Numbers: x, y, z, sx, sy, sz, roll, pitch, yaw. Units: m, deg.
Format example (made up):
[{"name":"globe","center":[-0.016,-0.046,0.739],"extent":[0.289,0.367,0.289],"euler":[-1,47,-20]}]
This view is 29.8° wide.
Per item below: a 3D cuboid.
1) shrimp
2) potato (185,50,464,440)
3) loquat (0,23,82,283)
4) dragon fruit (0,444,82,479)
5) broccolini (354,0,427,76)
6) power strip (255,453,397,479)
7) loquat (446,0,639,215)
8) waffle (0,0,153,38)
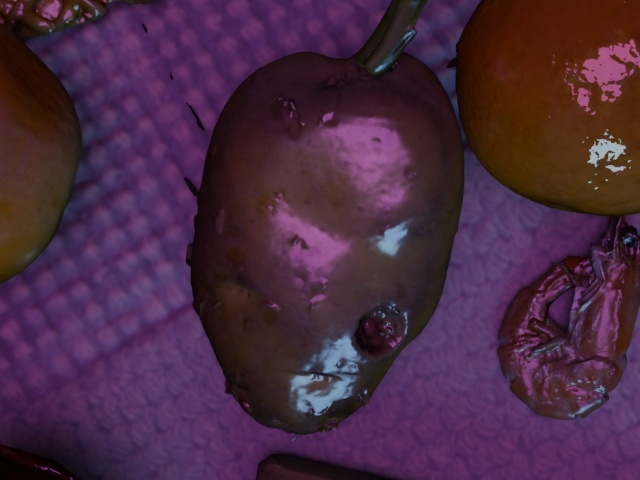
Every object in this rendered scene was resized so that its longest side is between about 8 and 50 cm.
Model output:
[{"name":"shrimp","center":[0.199,0.051,0.928],"extent":[0.099,0.041,0.180],"euler":[21,97,17]},{"name":"potato","center":[0.000,0.000,0.882],"extent":[0.191,0.141,0.296],"euler":[15,102,7]},{"name":"loquat","center":[-0.276,-0.061,0.863],"extent":[0.213,0.213,0.213],"euler":[0,94,4]},{"name":"dragon fruit","center":[-0.247,0.302,0.854],"extent":[0.295,0.295,0.302],"euler":[-20,105,5]},{"name":"broccolini","center":[0.023,-0.229,0.737],"extent":[0.123,0.062,0.271],"euler":[9,119,10]},{"name":"power strip","center":[0.132,0.253,0.930],"extent":[0.387,0.066,0.092],"euler":[13,97,3]},{"name":"loquat","center":[0.192,-0.118,0.828],"extent":[0.208,0.208,0.208],"euler":[0,94,4]},{"name":"waffle","center":[-0.237,-0.258,0.921],"extent":[0.223,0.054,0.204],"euler":[-15,104,5]}]
